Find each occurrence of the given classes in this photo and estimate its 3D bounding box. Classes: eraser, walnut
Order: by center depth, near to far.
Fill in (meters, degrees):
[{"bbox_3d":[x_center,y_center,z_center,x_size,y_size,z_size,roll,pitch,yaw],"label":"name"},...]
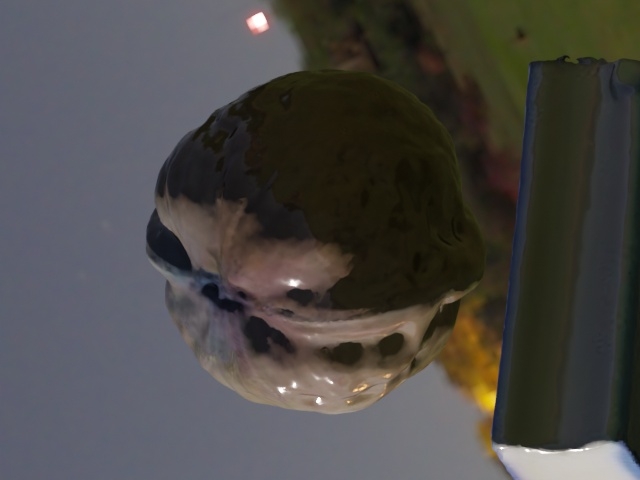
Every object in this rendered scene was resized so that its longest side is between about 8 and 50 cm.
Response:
[{"bbox_3d":[0.059,0.014,0.392,0.063,0.027,0.084,49,-138,-52],"label":"eraser"},{"bbox_3d":[0.002,0.000,1.439,0.248,0.248,0.248,62,-172,-15],"label":"walnut"}]
